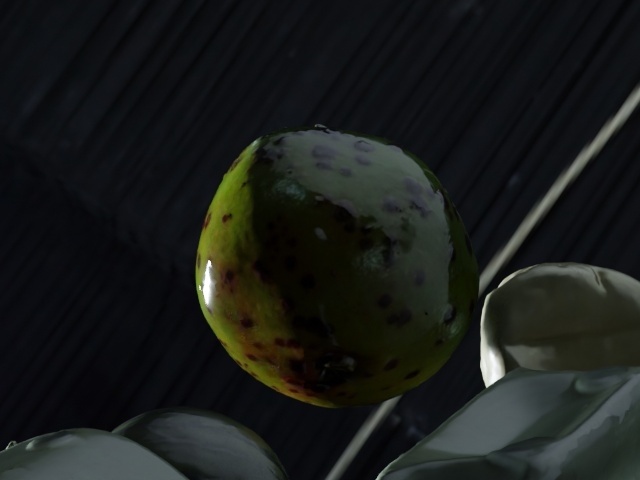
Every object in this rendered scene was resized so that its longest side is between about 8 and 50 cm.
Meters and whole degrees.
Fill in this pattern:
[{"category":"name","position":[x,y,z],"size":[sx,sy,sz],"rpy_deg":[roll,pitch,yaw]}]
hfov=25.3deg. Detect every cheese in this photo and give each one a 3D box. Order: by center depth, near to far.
[{"category":"cheese","position":[0.216,0.145,1.142],"size":[0.159,0.262,0.093],"rpy_deg":[-9,174,-8]}]

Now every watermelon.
[{"category":"watermelon","position":[-0.077,0.131,0.696],"size":[0.133,0.105,0.105],"rpy_deg":[10,171,2]}]

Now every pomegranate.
[{"category":"pomegranate","position":[-0.008,-0.004,1.133],"size":[0.231,0.231,0.286],"rpy_deg":[44,-171,-50]}]

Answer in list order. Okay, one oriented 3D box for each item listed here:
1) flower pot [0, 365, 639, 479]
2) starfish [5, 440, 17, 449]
[{"category":"flower pot","position":[0.004,0.193,0.548],"size":[0.368,0.254,0.165],"rpy_deg":[-11,-173,32]},{"category":"starfish","position":[-0.227,0.246,1.112],"size":[0.176,0.053,0.208],"rpy_deg":[-27,104,38]}]
